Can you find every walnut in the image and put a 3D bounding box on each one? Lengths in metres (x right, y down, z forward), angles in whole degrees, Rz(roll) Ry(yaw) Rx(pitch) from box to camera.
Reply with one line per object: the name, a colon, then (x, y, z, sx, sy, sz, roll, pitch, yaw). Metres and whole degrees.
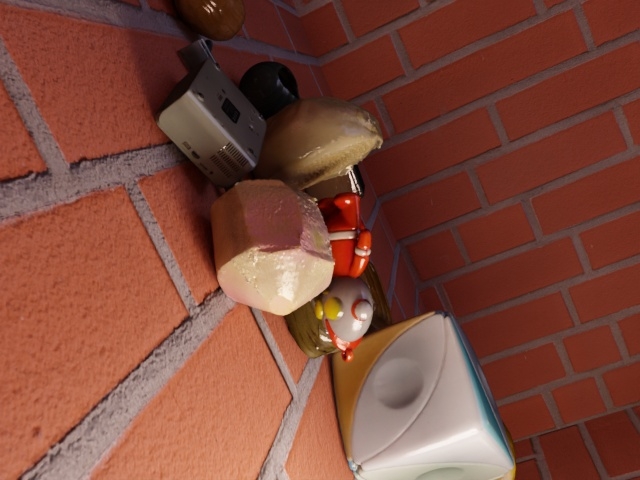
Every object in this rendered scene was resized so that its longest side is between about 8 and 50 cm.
walnut: (-0.276, -0.591, 1.553, 0.207, 0.167, 0.167, 42, 29, -57)

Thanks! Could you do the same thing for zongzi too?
zongzi: (-0.072, 0.065, 1.385, 0.393, 0.174, 0.356, 23, 56, -42)

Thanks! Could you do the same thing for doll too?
doll: (0.042, 0.075, 1.264, 0.200, 0.105, 0.336, -9, -96, 62)

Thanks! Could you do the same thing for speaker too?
speaker: (0.026, -0.224, 2.074, 0.153, 0.193, 0.230, -80, 149, -67)

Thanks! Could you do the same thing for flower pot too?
flower pot: (-0.138, -0.409, 1.797, 0.243, 0.157, 0.189, 30, 39, -67)

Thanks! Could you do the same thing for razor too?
razor: (-0.286, -0.457, 1.547, 0.232, 0.068, 0.106, -100, 164, -61)

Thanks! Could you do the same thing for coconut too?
coconut: (-0.088, 0.023, 1.182, 0.233, 0.233, 0.245, 46, 22, -57)

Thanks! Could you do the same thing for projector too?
projector: (-0.213, -0.245, 1.288, 0.198, 0.108, 0.250, 48, 20, -23)

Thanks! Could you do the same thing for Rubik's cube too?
Rubik's cube: (0.253, 0.424, 1.575, 0.351, 0.347, 0.352, 54, 20, -45)

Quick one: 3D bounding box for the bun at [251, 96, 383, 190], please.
bun: (-0.029, -0.267, 1.648, 0.202, 0.364, 0.364, 66, 14, 6)

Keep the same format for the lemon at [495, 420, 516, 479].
lemon: (0.396, 0.609, 1.877, 0.364, 0.364, 0.364, 60, 16, -29)

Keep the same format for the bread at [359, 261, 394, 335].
bread: (0.139, 0.169, 2.038, 0.239, 0.111, 0.246, 44, 27, -60)
